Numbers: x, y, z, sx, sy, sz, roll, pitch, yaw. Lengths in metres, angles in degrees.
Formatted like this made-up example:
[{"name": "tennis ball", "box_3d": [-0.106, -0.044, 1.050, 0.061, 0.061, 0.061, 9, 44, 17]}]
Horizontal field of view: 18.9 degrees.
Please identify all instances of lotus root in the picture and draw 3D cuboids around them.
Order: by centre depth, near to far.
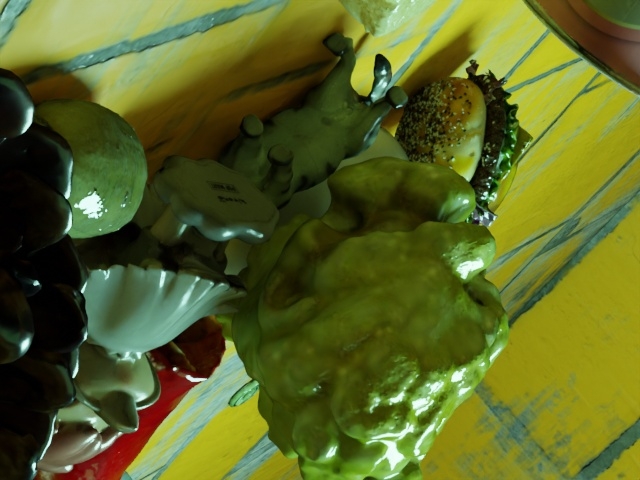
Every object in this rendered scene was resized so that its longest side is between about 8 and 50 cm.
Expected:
[{"name": "lotus root", "box_3d": [-0.163, -0.048, 1.266, 0.077, 0.090, 0.183, 0, 173, 12]}]

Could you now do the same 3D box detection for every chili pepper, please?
[{"name": "chili pepper", "box_3d": [-0.230, 0.179, 1.786, 0.338, 0.131, 0.134, -50, -170, 26]}]

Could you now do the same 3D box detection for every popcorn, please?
[{"name": "popcorn", "box_3d": [0.041, 0.079, 1.578, 0.235, 0.250, 0.242, -1, 138, -14]}]

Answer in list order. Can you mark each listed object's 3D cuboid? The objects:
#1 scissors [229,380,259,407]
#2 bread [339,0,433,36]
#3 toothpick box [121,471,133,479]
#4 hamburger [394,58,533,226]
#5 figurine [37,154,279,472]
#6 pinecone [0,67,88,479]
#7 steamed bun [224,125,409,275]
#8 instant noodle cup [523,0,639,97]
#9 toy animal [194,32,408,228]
[{"name": "scissors", "box_3d": [-0.060, 0.164, 2.501, 0.133, 0.020, 0.187, -32, 168, -13]}, {"name": "bread", "box_3d": [0.097, -0.239, 1.412, 0.188, 0.068, 0.125, -36, 167, -19]}, {"name": "toothpick box", "box_3d": [-0.243, 0.319, 2.359, 0.052, 0.083, 0.052, -38, 167, -10]}, {"name": "hamburger", "box_3d": [0.126, -0.082, 1.880, 0.189, 0.093, 0.164, -70, -157, 11]}, {"name": "figurine", "box_3d": [-0.187, 0.092, 1.529, 0.207, 0.166, 0.387, 7, 131, -51]}, {"name": "pinecone", "box_3d": [-0.233, 0.028, 0.923, 0.242, 0.296, 0.298, -10, 136, 4]}, {"name": "steamed bun", "box_3d": [0.000, 0.000, 1.794, 0.232, 0.145, 0.232, -38, 168, -9]}, {"name": "instant noodle cup", "box_3d": [0.329, -0.271, 1.684, 0.255, 0.244, 0.244, -53, 163, 24]}, {"name": "toy animal", "box_3d": [-0.038, -0.069, 1.600, 0.255, 0.090, 0.170, -37, 172, 0]}]
